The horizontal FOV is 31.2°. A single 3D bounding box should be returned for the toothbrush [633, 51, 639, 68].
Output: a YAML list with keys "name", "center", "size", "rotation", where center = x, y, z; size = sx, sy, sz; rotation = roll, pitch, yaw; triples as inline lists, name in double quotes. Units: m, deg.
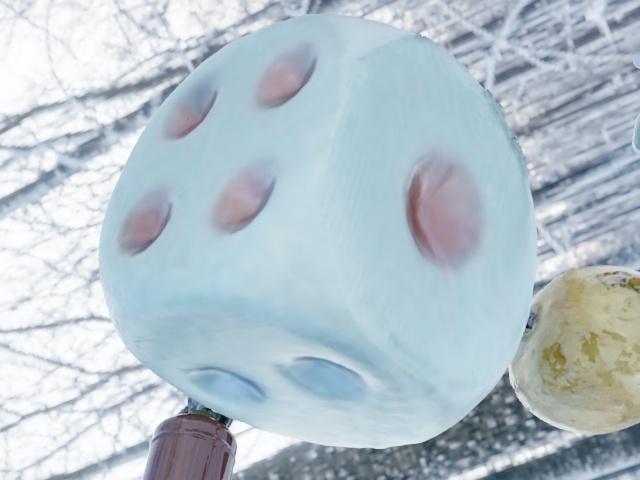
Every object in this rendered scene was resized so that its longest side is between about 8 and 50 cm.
- name: "toothbrush"
  center: [0.461, -0.194, 1.359]
  size: [0.354, 0.029, 0.024]
  rotation: [-125, 32, -71]

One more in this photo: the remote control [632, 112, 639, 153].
- name: "remote control"
  center: [0.455, -0.087, 1.086]
  size: [0.140, 0.296, 0.056]
  rotation: [-37, -43, -53]

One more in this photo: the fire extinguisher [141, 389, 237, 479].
- name: "fire extinguisher"
  center: [-0.172, 0.302, 1.342]
  size: [0.106, 0.147, 0.337]
  rotation: [34, -135, -26]

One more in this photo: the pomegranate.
- name: "pomegranate"
  center: [0.395, 0.159, 1.637]
  size: [0.260, 0.260, 0.260]
  rotation: [55, -159, -33]

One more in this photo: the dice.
- name: "dice"
  center: [0.000, 0.000, 0.937]
  size: [0.265, 0.262, 0.268]
  rotation: [38, -125, -36]
